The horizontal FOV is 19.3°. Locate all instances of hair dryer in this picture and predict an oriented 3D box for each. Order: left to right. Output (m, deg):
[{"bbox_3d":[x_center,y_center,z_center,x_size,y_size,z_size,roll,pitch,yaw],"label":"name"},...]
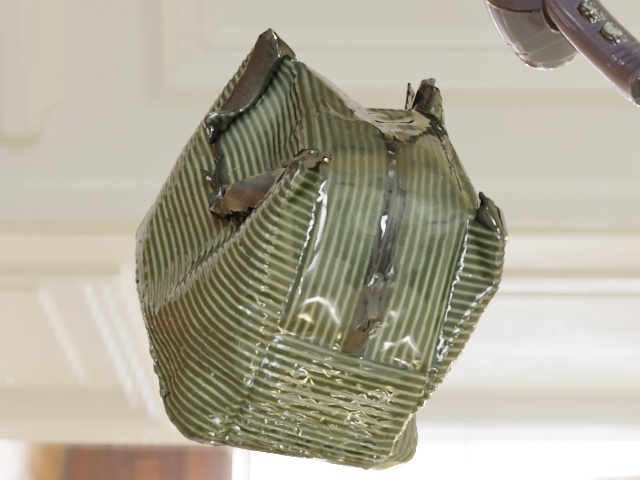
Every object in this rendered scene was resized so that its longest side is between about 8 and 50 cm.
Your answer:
[{"bbox_3d":[0.255,-0.231,1.742,0.361,0.121,0.301,54,-13,44],"label":"hair dryer"}]

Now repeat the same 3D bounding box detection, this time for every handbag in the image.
[{"bbox_3d":[0.000,0.000,1.494,0.340,0.247,0.240,-106,-145,-57],"label":"handbag"}]
